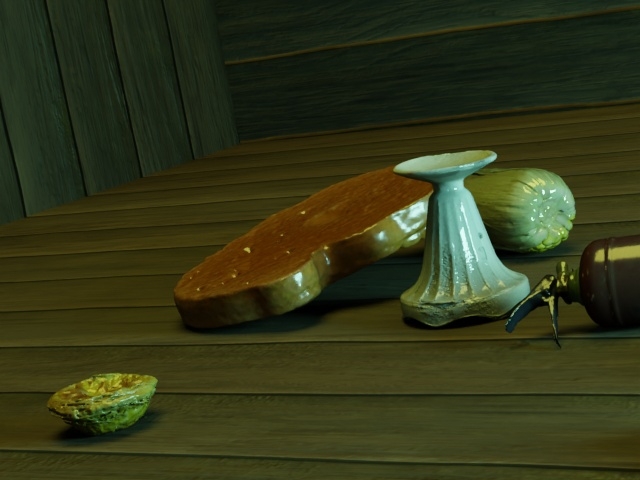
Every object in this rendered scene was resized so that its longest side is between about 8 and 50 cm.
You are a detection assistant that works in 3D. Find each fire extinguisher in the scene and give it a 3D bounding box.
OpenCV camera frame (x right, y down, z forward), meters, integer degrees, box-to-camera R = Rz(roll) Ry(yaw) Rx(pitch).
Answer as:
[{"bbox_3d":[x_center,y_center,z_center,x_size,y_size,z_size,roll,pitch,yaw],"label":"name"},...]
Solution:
[{"bbox_3d":[0.374,0.053,1.919,0.344,0.102,0.138,-7,45,18],"label":"fire extinguisher"}]

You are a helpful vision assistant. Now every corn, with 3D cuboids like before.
[{"bbox_3d":[0.242,-0.048,2.501,0.122,0.123,0.305,8,-1,-32],"label":"corn"}]

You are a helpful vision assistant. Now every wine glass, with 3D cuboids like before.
[{"bbox_3d":[0.166,-0.004,2.145,0.165,0.196,0.165,-10,12,2],"label":"wine glass"}]

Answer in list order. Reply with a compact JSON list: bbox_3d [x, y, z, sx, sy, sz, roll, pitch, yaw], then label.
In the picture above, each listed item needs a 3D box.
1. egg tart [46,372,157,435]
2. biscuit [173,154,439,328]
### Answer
[{"bbox_3d":[-0.236,0.181,1.928,0.130,0.052,0.130,-11,8,2],"label":"egg tart"},{"bbox_3d":[0.000,0.001,2.432,0.455,0.078,0.350,-30,19,-25],"label":"biscuit"}]
